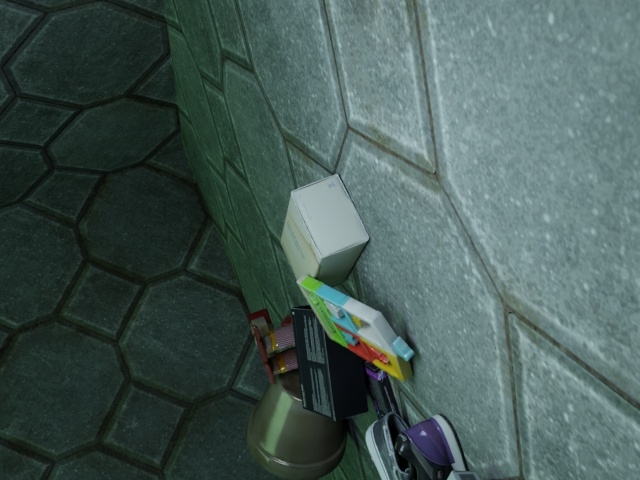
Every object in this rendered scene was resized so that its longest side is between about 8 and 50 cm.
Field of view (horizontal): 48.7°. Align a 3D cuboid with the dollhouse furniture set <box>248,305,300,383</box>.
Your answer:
[{"bbox_3d":[-0.110,0.268,2.179,0.374,0.201,0.152,-128,21,-67],"label":"dollhouse furniture set"}]

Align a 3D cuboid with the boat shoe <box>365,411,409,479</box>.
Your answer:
[{"bbox_3d":[0.204,0.518,1.536,0.102,0.108,0.301,-54,51,43],"label":"boat shoe"}]

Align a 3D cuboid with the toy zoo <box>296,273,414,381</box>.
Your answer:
[{"bbox_3d":[0.082,0.186,1.457,0.293,0.030,0.192,24,150,48],"label":"toy zoo"}]

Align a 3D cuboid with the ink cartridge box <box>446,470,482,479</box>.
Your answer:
[{"bbox_3d":[0.246,0.562,1.152,0.275,0.060,0.239,-115,39,-54],"label":"ink cartridge box"}]

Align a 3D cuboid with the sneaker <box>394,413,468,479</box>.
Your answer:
[{"bbox_3d":[0.226,0.486,1.344,0.107,0.124,0.283,136,113,-75],"label":"sneaker"}]

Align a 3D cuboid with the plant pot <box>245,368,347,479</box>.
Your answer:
[{"bbox_3d":[-0.059,0.521,2.181,0.323,0.323,0.281,-126,37,-46],"label":"plant pot"}]

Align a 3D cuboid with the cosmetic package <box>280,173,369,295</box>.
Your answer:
[{"bbox_3d":[0.000,0.000,1.548,0.309,0.113,0.160,107,140,-69],"label":"cosmetic package"}]

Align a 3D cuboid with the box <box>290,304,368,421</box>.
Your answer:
[{"bbox_3d":[0.019,0.289,1.733,0.184,0.103,0.261,-6,91,62],"label":"box"}]

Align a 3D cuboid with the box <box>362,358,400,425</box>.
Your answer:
[{"bbox_3d":[0.144,0.365,1.681,0.116,0.029,0.162,-170,62,-74],"label":"box"}]

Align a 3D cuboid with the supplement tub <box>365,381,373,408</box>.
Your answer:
[{"bbox_3d":[0.093,0.373,1.800,0.071,0.071,0.107,84,160,-45],"label":"supplement tub"}]

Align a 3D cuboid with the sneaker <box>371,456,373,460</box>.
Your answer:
[{"bbox_3d":[0.163,0.571,1.876,0.057,0.047,0.119,50,164,37],"label":"sneaker"}]
